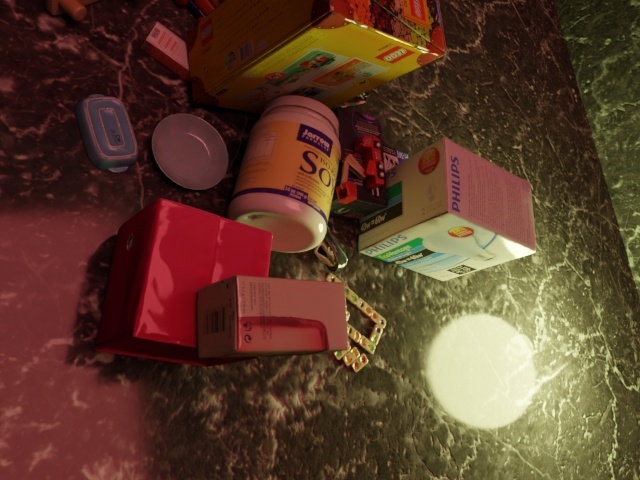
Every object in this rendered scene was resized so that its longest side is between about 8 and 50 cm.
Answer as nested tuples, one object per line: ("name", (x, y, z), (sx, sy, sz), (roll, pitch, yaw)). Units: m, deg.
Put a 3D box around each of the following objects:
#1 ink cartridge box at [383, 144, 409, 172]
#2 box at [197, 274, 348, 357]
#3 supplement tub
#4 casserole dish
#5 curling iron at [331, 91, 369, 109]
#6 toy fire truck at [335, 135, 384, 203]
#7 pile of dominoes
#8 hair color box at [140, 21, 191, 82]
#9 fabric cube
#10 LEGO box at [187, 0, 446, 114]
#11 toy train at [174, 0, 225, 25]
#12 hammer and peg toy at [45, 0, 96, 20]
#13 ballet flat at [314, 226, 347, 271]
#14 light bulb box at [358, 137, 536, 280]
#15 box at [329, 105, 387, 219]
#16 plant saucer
("ink cartridge box", (0.218, -0.233, 1.702), (0.207, 0.046, 0.097), (4, 71, -55))
("box", (-0.084, 0.141, 0.985), (0.232, 0.148, 0.127), (8, 72, -36))
("supplement tub", (-0.079, -0.163, 1.359), (0.241, 0.241, 0.331), (26, 61, -28))
("casserole dish", (-0.468, -0.244, 1.222), (0.114, 0.037, 0.188), (-14, 85, -39))
("curling iron", (0.057, -0.430, 1.690), (0.274, 0.035, 0.068), (-30, 89, -41))
("toy fire truck", (0.102, -0.189, 1.447), (0.135, 0.047, 0.192), (5, 72, -33))
("pile of dominoes", (0.071, 0.220, 1.474), (0.251, 0.040, 0.196), (41, 54, -19))
("hair color box", (-0.366, -0.467, 1.372), (0.141, 0.043, 0.072), (34, 57, -26))
("fabric cube", (-0.275, 0.102, 1.112), (0.259, 0.254, 0.258), (18, 66, -33))
("LEGO box", (-0.023, -0.469, 1.308), (0.372, 0.500, 0.193), (-1, 81, -44))
("toy train", (-0.255, -0.604, 1.438), (0.248, 0.143, 0.105), (49, 52, -14))
("hammer and peg toy", (-0.457, -0.668, 1.231), (0.127, 0.266, 0.361), (42, 53, 4))
("ballet flat", (0.000, 0.000, 1.478), (0.074, 0.074, 0.203), (-42, 104, -39))
("light bulb box", (0.354, -0.067, 1.585), (0.361, 0.358, 0.225), (19, 62, -31))
("box", (0.077, -0.212, 1.559), (0.165, 0.143, 0.270), (9, 70, -34))
("plant saucer", (-0.316, -0.208, 1.325), (0.195, 0.037, 0.195), (13, 68, -34))
